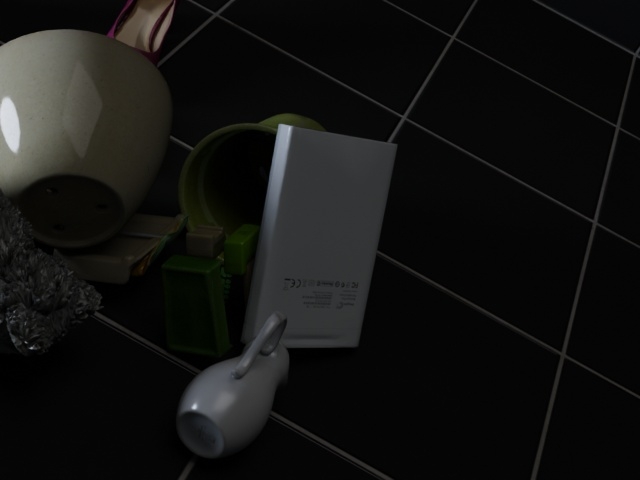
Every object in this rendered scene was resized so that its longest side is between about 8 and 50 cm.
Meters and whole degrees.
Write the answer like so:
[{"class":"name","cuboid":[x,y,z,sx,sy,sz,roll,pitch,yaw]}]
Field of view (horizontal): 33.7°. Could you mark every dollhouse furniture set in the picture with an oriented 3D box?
[{"class":"dollhouse furniture set","cuboid":[-0.260,0.061,1.729,0.302,0.151,0.197,7,26,21]}]

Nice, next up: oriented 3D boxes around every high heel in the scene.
[{"class":"high heel","cuboid":[-0.364,-0.462,2.169,0.127,0.181,0.377,18,39,-11]}]

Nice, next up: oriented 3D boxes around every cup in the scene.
[{"class":"cup","cuboid":[-0.392,-0.127,1.663,0.331,0.331,0.237,9,46,-22]}]

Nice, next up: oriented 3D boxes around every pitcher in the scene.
[{"class":"pitcher","cuboid":[-0.118,0.209,1.554,0.125,0.177,0.207,26,36,15]}]

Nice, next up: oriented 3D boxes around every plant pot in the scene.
[{"class":"plant pot","cuboid":[-0.083,-0.112,1.902,0.276,0.276,0.254,29,27,2]}]

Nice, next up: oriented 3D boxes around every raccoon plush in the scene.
[{"class":"raccoon plush","cuboid":[-0.471,-0.026,1.424,0.299,0.446,0.216,22,52,22]}]

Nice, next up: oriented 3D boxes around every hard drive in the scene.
[{"class":"hard drive","cuboid":[0.000,0.000,1.724,0.233,0.353,0.047,5,9,-41]}]

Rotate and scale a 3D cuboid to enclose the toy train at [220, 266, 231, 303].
[{"class":"toy train","cuboid":[-0.166,0.077,1.807,0.024,0.017,0.083,10,40,-6]}]
